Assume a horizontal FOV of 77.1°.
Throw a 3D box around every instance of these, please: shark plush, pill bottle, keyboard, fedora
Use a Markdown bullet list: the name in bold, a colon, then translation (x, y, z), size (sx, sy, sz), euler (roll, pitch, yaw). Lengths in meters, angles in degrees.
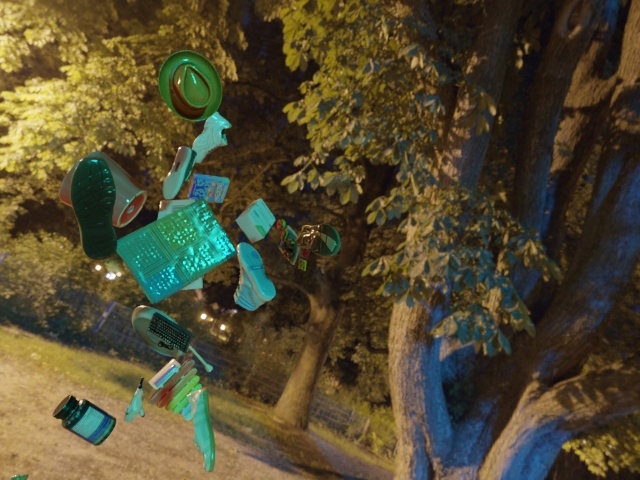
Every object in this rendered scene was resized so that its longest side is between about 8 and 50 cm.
- **shark plush**: translation (-0.727, 0.619, 1.566), size (0.073, 0.161, 0.067), euler (17, -29, -41)
- **pill bottle**: translation (-0.958, 0.725, 1.632), size (0.219, 0.123, 0.122), euler (48, -26, -23)
- **keyboard**: translation (-0.539, 0.339, 1.421), size (0.180, 0.108, 0.023), euler (23, 10, 20)
- **fedora**: translation (-0.366, -0.443, 1.158), size (0.194, 0.194, 0.079), euler (38, -3, -34)

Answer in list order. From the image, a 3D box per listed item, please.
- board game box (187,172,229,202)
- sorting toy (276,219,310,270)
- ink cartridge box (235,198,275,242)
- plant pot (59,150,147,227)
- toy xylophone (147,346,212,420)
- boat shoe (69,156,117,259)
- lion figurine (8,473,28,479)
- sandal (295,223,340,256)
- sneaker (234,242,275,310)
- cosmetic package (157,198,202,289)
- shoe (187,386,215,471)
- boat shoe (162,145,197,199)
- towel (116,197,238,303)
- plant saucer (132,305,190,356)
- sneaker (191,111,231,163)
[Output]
- **board game box**: translation (-0.664, -0.308, 2.385), size (0.210, 0.160, 0.047), euler (2, 40, -36)
- **sorting toy**: translation (-0.145, 0.028, 1.832), size (0.046, 0.132, 0.274), euler (-5, 39, -40)
- **ink cartridge box**: translation (-0.353, -0.113, 2.220), size (0.092, 0.219, 0.160), euler (-24, -70, 23)
- **plant pot**: translation (-0.900, -0.199, 1.705), size (0.243, 0.275, 0.275), euler (35, -19, -6)
- **toy xylophone**: translation (-0.533, 0.558, 1.574), size (0.081, 0.236, 0.323), euler (25, -26, 32)
- **boat shoe**: translation (-0.710, -0.102, 1.258), size (0.122, 0.324, 0.120), euler (-3, 23, -31)
- **lion figurine**: translation (-0.744, 0.618, 0.826), size (0.392, 0.240, 0.142), euler (-17, -29, 33)
- **sandal**: translation (0.000, -0.002, 1.561), size (0.086, 0.120, 0.302), euler (29, -5, -27)
- **sneaker**: translation (-0.354, 0.183, 1.885), size (0.127, 0.319, 0.208), euler (6, -41, -50)
- **cosmetic package**: translation (-0.616, 0.022, 1.796), size (0.155, 0.366, 0.197), euler (-4, 30, -14)
- **shoe**: translation (-0.326, 0.517, 1.099), size (0.058, 0.219, 0.077), euler (-4, -38, -21)
- **boat shoe**: translation (-0.544, -0.257, 1.575), size (0.077, 0.219, 0.070), euler (26, 3, 26)
- **towel**: translation (-0.540, 0.034, 1.527), size (0.272, 0.370, 0.040), euler (59, -22, -5)
- **plant saucer**: translation (-0.756, 0.438, 1.875), size (0.317, 0.044, 0.318), euler (14, -51, 18)
- **sneaker**: translation (-0.455, -0.414, 1.689), size (0.115, 0.232, 0.090), euler (32, 15, -4)
